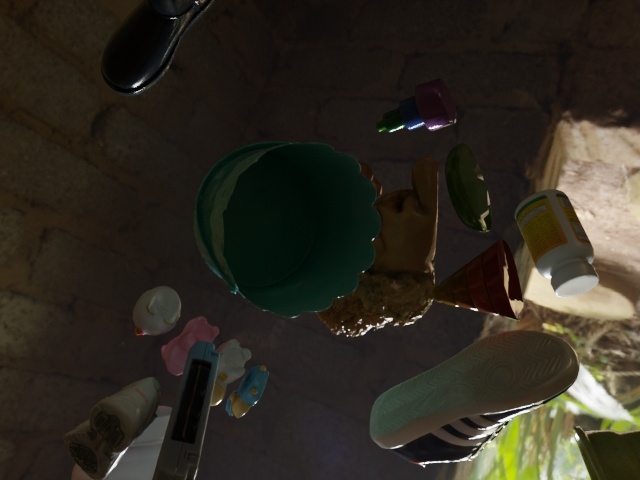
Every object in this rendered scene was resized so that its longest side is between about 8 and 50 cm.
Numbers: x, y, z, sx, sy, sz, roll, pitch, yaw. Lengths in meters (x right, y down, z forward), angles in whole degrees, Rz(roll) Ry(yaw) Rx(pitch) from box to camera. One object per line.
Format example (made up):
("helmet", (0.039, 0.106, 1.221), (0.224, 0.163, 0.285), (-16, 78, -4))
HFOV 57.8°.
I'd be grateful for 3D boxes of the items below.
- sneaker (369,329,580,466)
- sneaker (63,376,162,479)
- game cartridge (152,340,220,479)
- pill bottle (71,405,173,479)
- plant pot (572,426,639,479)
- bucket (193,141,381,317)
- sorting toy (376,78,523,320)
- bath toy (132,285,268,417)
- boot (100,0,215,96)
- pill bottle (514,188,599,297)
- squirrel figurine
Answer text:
("sneaker", (0.247, 0.257, 0.892), (0.350, 0.131, 0.148), (-31, 116, 34))
("sneaker", (-0.301, 0.280, 0.876), (0.090, 0.115, 0.232), (51, 127, 2))
("game cartridge", (-0.202, 0.302, 0.828), (0.062, 0.198, 0.297), (19, -162, -10))
("pill bottle", (-0.389, 0.555, 1.176), (0.228, 0.408, 0.229), (2, 174, 0))
("plant pot", (0.539, 0.367, 0.817), (0.253, 0.276, 0.276), (-21, 156, 13))
("bucket", (-0.065, -0.026, 0.937), (0.281, 0.281, 0.183), (27, 171, -31))
("sorting toy", (0.176, -0.038, 0.834), (0.126, 0.127, 0.366), (-17, 107, 29))
("bath toy", (-0.286, 0.252, 1.300), (0.348, 0.151, 0.129), (45, 135, -16))
("boot", (-0.235, -0.330, 0.796), (0.094, 0.246, 0.207), (39, 175, -2))
("pill bottle", (0.493, 0.007, 1.204), (0.117, 0.209, 0.118), (-7, 145, -5))
("squirrel figurine", (0.069, 0.020, 1.315), (0.370, 0.398, 0.281), (1, 172, 7))
